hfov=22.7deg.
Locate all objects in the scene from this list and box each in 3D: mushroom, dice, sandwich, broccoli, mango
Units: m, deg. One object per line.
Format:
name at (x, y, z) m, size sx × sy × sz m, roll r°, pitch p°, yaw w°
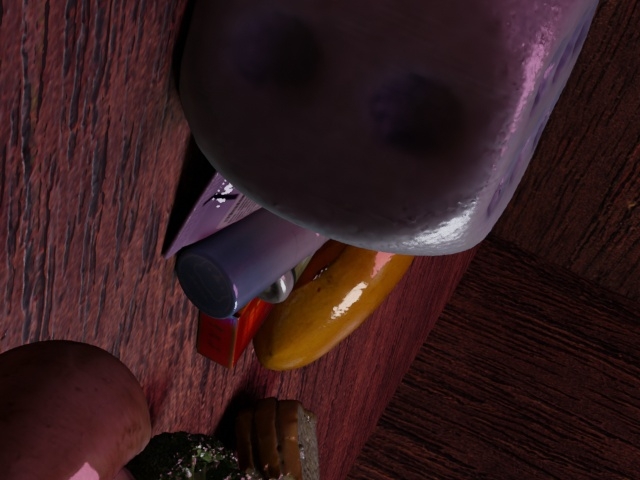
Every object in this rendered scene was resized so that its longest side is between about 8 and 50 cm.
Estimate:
mushroom at (-0.199, 0.208, 1.060) m, size 0.189 × 0.195 × 0.253 m, roll -42°, pitch 153°, yaw -56°
dice at (0.062, -0.163, 1.259) m, size 0.268 × 0.262 × 0.264 m, roll -45°, pitch 158°, yaw -59°
sandwich at (-0.051, 0.345, 2.080) m, size 0.249 × 0.095 × 0.273 m, roll 64°, pitch 20°, yaw -76°
broccoli at (-0.152, 0.280, 1.613) m, size 0.195 × 0.156 × 0.195 m, roll -22°, pitch 131°, yaw -29°
mango at (0.011, 0.044, 1.863) m, size 0.257 × 0.138 × 0.187 m, roll -53°, pitch -164°, yaw 27°

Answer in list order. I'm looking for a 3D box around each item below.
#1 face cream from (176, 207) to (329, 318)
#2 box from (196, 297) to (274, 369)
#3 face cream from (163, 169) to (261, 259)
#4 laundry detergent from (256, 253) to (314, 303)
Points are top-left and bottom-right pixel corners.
face cream at (-0.029, -0.019, 1.533) m, size 0.250 × 0.077 × 0.077 m, roll -39°, pitch 156°, yaw -38°
box at (-0.068, 0.039, 1.703) m, size 0.175 × 0.048 × 0.112 m, roll -58°, pitch 168°, yaw -32°
face cream at (-0.037, -0.086, 1.462) m, size 0.274 × 0.096 × 0.154 m, roll -41°, pitch 173°, yaw -47°
laundry detergent at (-0.019, -0.048, 1.647) m, size 0.099 × 0.070 × 0.225 m, roll 53°, pitch 51°, yaw -29°
